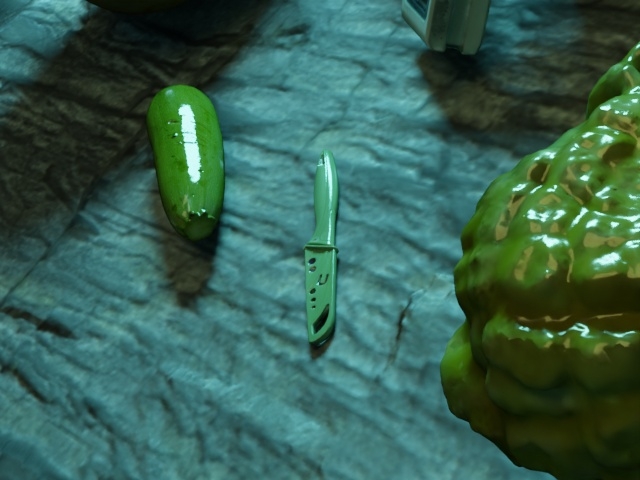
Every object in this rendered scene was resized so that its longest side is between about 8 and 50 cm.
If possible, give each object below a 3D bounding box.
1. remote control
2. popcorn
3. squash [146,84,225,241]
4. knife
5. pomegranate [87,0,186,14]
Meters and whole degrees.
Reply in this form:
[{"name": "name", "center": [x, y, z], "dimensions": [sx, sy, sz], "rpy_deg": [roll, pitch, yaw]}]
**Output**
[{"name": "remote control", "center": [0.115, -0.295, 1.019], "dimensions": [0.056, 0.277, 0.103], "rpy_deg": [5, 23, -12]}, {"name": "popcorn", "center": [0.207, 0.017, 0.699], "dimensions": [0.225, 0.173, 0.286], "rpy_deg": [21, 54, 32]}, {"name": "squash", "center": [-0.116, -0.070, 1.126], "dimensions": [0.066, 0.066, 0.201], "rpy_deg": [-29, 39, 12]}, {"name": "knife", "center": [0.000, 0.000, 1.003], "dimensions": [0.030, 0.014, 0.207], "rpy_deg": [-20, 42, 20]}, {"name": "pomegranate", "center": [-0.180, -0.410, 1.341], "dimensions": [0.342, 0.342, 0.342], "rpy_deg": [-22, 40, 20]}]
